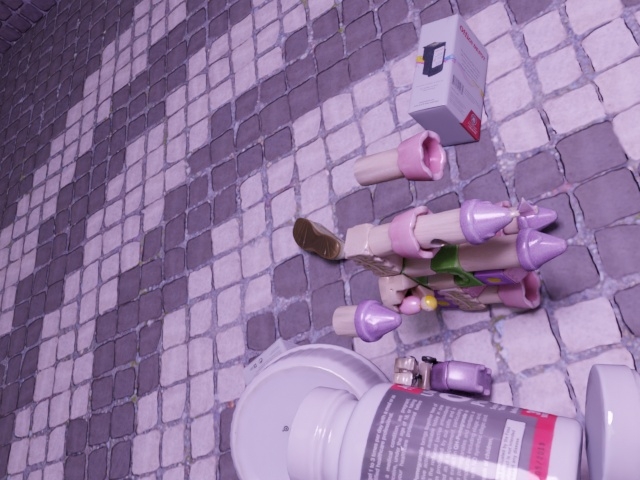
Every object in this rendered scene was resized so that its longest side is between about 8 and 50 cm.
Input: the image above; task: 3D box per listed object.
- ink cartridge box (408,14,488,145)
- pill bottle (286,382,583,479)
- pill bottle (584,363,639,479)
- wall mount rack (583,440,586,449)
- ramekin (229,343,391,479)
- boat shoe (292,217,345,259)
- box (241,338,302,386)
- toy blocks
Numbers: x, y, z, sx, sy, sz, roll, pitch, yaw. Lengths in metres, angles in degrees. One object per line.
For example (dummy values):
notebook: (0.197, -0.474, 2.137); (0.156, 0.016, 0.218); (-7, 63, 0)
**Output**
ink cartridge box: (0.222, -0.270, 1.033); (0.072, 0.127, 0.175); (-4, 67, 40)
pill bottle: (0.128, 0.265, 0.705); (0.318, 0.176, 0.177); (5, 74, 26)
pill bottle: (0.417, 0.198, 0.590); (0.278, 0.162, 0.162); (1, 70, 16)
wall mount rack: (0.309, 0.410, 0.670); (0.350, 0.130, 0.304); (-44, 53, 15)
ramekin: (-0.011, 0.289, 0.902); (0.272, 0.127, 0.273); (-3, 79, 14)
boat shoe: (0.001, -0.002, 1.154); (0.153, 0.048, 0.056); (26, 100, 49)
box: (-0.063, 0.246, 1.058); (0.101, 0.087, 0.102); (-42, 50, 16)
toy blocks: (0.206, 0.043, 0.797); (0.260, 0.288, 0.309); (-9, 62, 42)
